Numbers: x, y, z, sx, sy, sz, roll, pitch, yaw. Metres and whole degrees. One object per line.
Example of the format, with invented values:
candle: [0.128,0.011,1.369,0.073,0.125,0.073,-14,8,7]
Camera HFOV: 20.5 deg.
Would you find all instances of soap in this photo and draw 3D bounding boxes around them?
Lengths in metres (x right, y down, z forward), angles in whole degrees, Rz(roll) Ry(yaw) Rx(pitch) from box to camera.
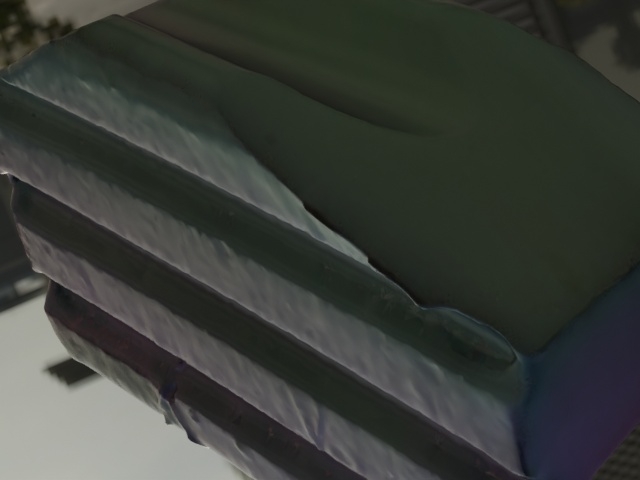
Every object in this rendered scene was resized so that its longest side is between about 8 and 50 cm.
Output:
soap: [0.000,0.000,0.641,0.109,0.193,0.324,-33,-144,-25]
